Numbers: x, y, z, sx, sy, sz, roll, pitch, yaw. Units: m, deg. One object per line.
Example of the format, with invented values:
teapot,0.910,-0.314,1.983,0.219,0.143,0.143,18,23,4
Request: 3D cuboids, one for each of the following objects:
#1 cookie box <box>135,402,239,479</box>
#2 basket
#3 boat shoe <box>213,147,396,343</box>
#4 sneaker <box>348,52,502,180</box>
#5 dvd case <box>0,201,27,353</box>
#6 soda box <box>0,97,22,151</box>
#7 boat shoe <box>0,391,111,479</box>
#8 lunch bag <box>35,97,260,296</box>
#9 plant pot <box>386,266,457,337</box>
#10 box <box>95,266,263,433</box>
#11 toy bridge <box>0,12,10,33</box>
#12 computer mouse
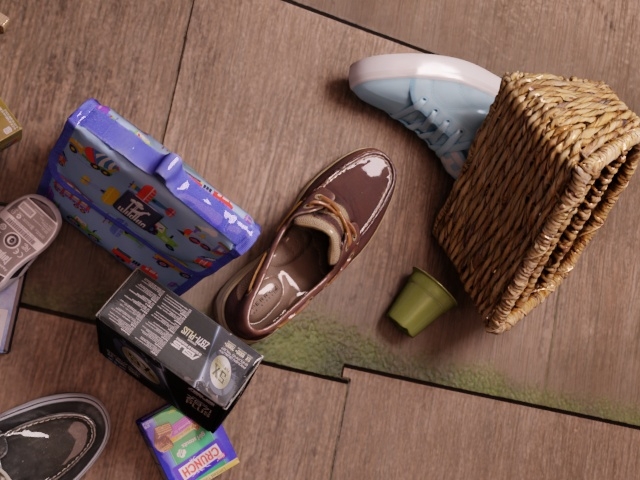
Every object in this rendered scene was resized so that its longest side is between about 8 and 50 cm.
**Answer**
cookie box,-0.168,0.255,1.027,0.092,0.040,0.107,-27,93,-23
basket,0.319,-0.041,1.083,0.213,0.299,0.223,3,39,-22
boat shoe,0.000,0.000,1.079,0.342,0.123,0.123,-45,99,-20
sneaker,0.206,-0.159,1.173,0.366,0.135,0.150,14,75,-18
dvd case,-0.478,0.025,0.951,0.253,0.022,0.180,12,78,-19
soda box,-0.438,-0.187,0.974,0.061,0.058,0.181,-37,96,-21
boat shoe,-0.380,0.276,0.895,0.335,0.119,0.121,-28,92,-29
lunch bag,-0.189,-0.056,0.924,0.221,0.293,0.138,39,71,-12
plant pot,0.137,0.094,1.150,0.083,0.083,0.079,44,84,-10
box,-0.170,0.135,0.959,0.180,0.147,0.077,35,63,3
toy bridge,-0.382,-0.352,1.034,0.063,0.026,0.188,33,73,-11
computer mouse,-0.383,0.027,0.954,0.106,0.042,0.193,45,75,-5
